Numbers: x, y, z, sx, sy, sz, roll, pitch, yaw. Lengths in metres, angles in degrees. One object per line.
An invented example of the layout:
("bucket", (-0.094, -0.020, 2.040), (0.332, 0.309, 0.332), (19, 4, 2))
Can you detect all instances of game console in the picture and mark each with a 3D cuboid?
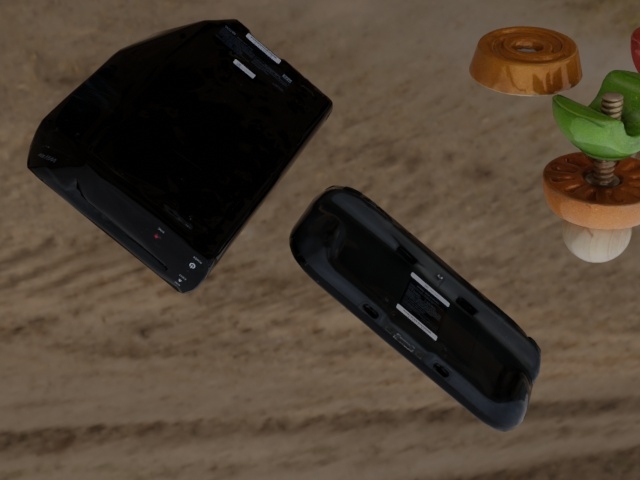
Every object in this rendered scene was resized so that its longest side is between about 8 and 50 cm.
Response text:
("game console", (0.000, 0.000, 0.747), (0.044, 0.361, 0.213), (-46, -174, 40))

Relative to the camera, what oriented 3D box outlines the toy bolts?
("toy bolts", (0.259, -0.099, 1.033), (0.229, 0.218, 0.158), (-22, 128, -29))
